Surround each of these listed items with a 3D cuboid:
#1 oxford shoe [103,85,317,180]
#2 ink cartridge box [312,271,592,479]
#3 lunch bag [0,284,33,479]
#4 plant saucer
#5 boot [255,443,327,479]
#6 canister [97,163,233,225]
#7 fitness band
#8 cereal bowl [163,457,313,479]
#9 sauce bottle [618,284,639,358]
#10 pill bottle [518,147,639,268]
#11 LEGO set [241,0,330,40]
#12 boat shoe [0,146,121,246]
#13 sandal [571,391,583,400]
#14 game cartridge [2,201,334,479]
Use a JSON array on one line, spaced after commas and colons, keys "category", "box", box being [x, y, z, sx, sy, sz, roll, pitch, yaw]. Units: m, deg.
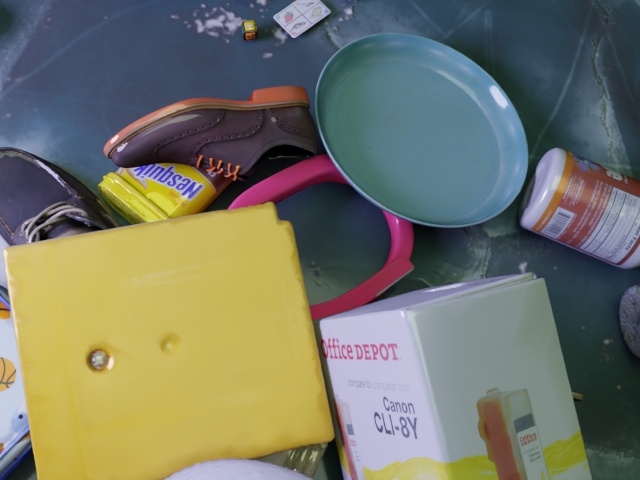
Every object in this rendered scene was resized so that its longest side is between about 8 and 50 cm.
[{"category": "oxford shoe", "box": [-0.130, -0.121, 1.000, 0.272, 0.097, 0.098, -15, 81, -16]}, {"category": "ink cartridge box", "box": [0.138, 0.244, 0.839, 0.161, 0.279, 0.384, -11, 86, -20]}, {"category": "lunch bag", "box": [-0.442, 0.198, 0.921, 0.243, 0.115, 0.303, 44, 73, 2]}, {"category": "plant saucer", "box": [0.138, -0.151, 1.109, 0.318, 0.043, 0.317, 8, 61, -15]}, {"category": "boot", "box": [-0.080, 0.186, 0.979, 0.204, 0.095, 0.261, 18, 65, -5]}, {"category": "canister", "box": [-0.191, -0.089, 1.065, 0.126, 0.073, 0.170, 39, 70, 5]}, {"category": "fitness band", "box": [0.000, 0.000, 1.036, 0.291, 0.054, 0.209, -30, 77, -31]}, {"category": "cereal bowl", "box": [-0.045, 0.362, 0.833, 0.339, 0.339, 0.141, 41, 37, 7]}, {"category": "sauce bottle", "box": [0.585, 0.084, 1.087, 0.345, 0.111, 0.111, -10, 74, -12]}, {"category": "pill bottle", "box": [0.393, -0.034, 1.094, 0.216, 0.121, 0.121, 23, 71, 0]}, {"category": "LEGO set", "box": [-0.050, -0.405, 1.194, 0.244, 0.060, 0.182, -39, 77, -17]}, {"category": "boat shoe", "box": [-0.299, 0.003, 0.990, 0.355, 0.130, 0.132, 43, 72, 7]}, {"category": "sandal", "box": [0.225, 0.149, 1.031, 0.240, 0.088, 0.079, 9, 77, 1]}, {"category": "game cartridge", "box": [-0.168, 0.119, 0.899, 0.324, 0.053, 0.285, -10, 83, -11]}]
